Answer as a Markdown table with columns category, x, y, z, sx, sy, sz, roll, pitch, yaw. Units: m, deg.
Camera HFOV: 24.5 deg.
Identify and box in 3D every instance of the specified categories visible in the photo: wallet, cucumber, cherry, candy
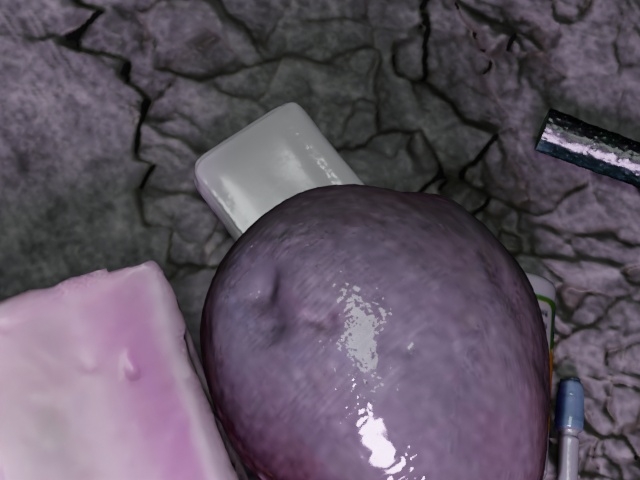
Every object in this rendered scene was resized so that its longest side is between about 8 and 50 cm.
| category | x | y | z | sx | sy | sz | roll | pitch | yaw |
| --- | --- | --- | --- | --- | --- | --- | --- | --- | --- |
| wallet | 0.000 | 0.000 | 0.971 | 0.095 | 0.033 | 0.190 | -33 | 78 | -12 |
| cucumber | 0.213 | -0.054 | 1.007 | 0.133 | 0.032 | 0.032 | 19 | 72 | 0 |
| cherry | 0.033 | 0.067 | 0.829 | 0.213 | 0.183 | 0.266 | 4 | 53 | -50 |
| candy | -0.121 | 0.155 | 0.868 | 0.156 | 0.116 | 0.265 | -20 | 76 | -10 |

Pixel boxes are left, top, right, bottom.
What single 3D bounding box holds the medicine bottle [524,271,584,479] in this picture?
| category | x | y | z | sx | sy | sz | roll | pitch | yaw |
| --- | --- | --- | --- | --- | --- | --- | --- | --- | --- |
| medicine bottle | 0.126 | 0.134 | 0.929 | 0.092 | 0.061 | 0.220 | 13 | 72 | -21 |
